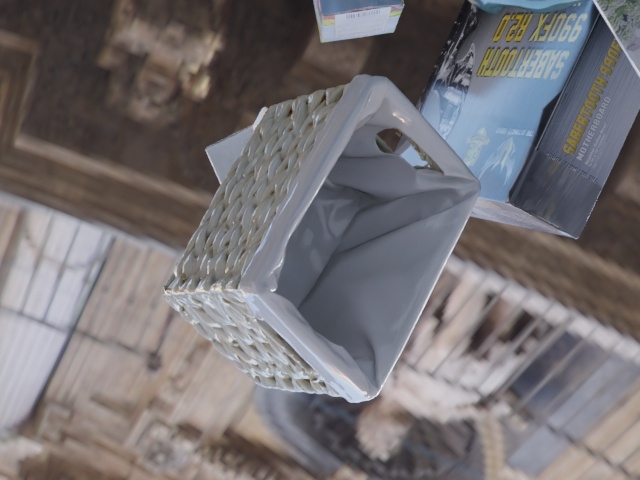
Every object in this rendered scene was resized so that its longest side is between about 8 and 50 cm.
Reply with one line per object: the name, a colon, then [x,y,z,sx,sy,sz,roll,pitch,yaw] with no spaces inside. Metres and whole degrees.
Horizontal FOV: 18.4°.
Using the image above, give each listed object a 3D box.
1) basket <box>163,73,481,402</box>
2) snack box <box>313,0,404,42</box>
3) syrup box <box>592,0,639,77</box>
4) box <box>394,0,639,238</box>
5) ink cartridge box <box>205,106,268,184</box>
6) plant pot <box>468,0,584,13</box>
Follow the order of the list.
basket: [0.000,0.000,1.179,0.113,0.103,0.167,45,-121,-29]
snack box: [0.019,-0.252,1.549,0.070,0.207,0.175,-8,-90,1]
syrup box: [0.164,-0.136,0.910,0.093,0.096,0.237,-31,-94,10]
box: [0.138,-0.103,1.317,0.056,0.231,0.183,27,-93,-19]
ink cartridge box: [-0.030,-0.037,1.666,0.090,0.143,0.092,-26,-129,-1]
plant pot: [0.087,-0.330,1.130,0.334,0.341,0.341,45,-128,-27]
